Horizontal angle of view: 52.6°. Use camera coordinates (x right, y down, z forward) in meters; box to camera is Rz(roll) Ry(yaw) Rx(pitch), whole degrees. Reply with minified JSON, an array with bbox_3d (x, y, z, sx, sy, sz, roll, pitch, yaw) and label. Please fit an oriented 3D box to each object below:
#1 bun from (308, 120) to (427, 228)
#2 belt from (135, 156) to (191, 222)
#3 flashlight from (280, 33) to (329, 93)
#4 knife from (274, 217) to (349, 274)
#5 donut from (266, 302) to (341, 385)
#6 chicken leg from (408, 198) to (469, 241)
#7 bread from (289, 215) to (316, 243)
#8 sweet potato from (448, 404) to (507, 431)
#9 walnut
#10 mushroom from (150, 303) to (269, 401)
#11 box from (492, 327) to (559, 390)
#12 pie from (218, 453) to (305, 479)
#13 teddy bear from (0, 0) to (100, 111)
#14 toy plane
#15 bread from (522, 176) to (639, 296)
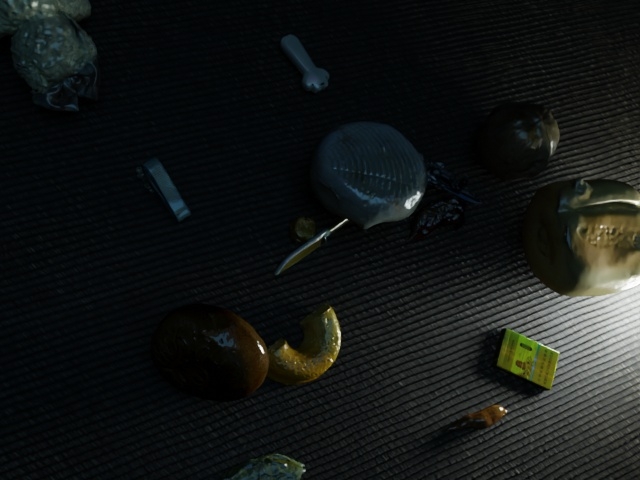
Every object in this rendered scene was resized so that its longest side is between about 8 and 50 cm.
[{"bbox_3d":[0.123,-0.173,1.807,0.354,0.194,0.355,9,51,-11],"label":"bun"},{"bbox_3d":[-0.413,-0.131,1.713,0.065,0.100,0.179,-34,103,-23],"label":"belt"},{"bbox_3d":[-0.053,-0.529,1.940,0.093,0.047,0.200,-34,85,-23],"label":"flashlight"},{"bbox_3d":[0.000,0.001,1.804,0.027,0.061,0.343,43,55,18],"label":"knife"},{"bbox_3d":[-0.029,0.293,1.709,0.259,0.101,0.152,-39,95,-26],"label":"donut"},{"bbox_3d":[0.353,-0.069,1.939,0.233,0.063,0.105,-15,76,-19],"label":"chicken leg"},{"bbox_3d":[-0.047,-0.030,1.809,0.081,0.046,0.083,-34,86,-28],"label":"bread"},{"bbox_3d":[0.442,0.505,1.820,0.194,0.056,0.057,-11,79,-16],"label":"sweet potato"},{"bbox_3d":[0.610,-0.309,1.996,0.248,0.248,0.249,5,74,-16],"label":"walnut"},{"bbox_3d":[-0.267,0.278,1.549,0.296,0.278,0.163,2,47,23],"label":"mushroom"},{"bbox_3d":[0.611,0.353,1.924,0.193,0.030,0.121,25,70,-9],"label":"box"},{"bbox_3d":[-0.140,0.676,1.580,0.302,0.067,0.303,5,74,-16],"label":"pie"},{"bbox_3d":[-0.751,-0.550,1.695,0.327,0.375,0.362,-33,129,-23],"label":"teddy bear"},{"bbox_3d":[0.376,-0.180,1.933,0.246,0.078,0.169,25,30,7],"label":"toy plane"},{"bbox_3d":[0.810,-0.004,1.962,0.375,0.253,0.348,-5,82,-17],"label":"bread"}]
